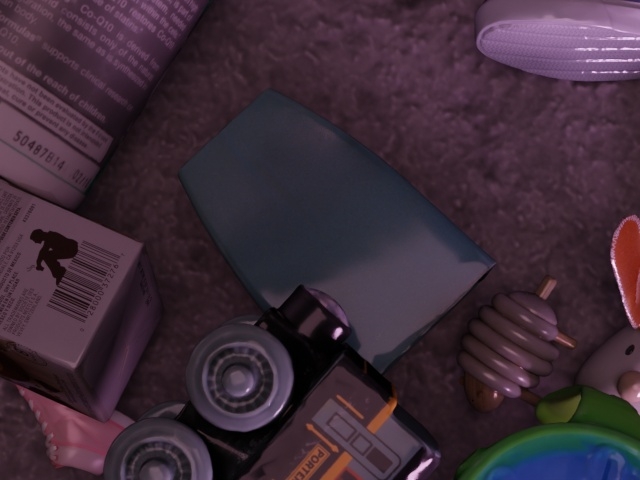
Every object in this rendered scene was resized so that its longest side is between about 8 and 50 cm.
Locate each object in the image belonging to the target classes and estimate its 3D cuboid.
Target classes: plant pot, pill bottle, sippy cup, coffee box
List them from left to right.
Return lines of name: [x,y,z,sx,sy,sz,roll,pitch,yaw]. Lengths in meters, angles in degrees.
coffee box: [-0.290,0.021,1.167,0.297,0.168,0.119,23,70,9]
pill bottle: [-0.194,-0.223,1.195,0.204,0.204,0.361,32,87,2]
plant pot: [0.000,0.000,1.207,0.166,0.165,0.234,-44,83,-3]
sippy cup: [0.168,0.283,1.135,0.305,0.224,0.240,-33,78,-24]

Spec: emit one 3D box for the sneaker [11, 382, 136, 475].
sneaker: [-0.231,0.154,1.243,0.134,0.051,0.070,31,81,-3]

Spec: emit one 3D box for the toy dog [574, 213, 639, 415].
toy dog: [0.347,0.013,1.205,0.220,0.161,0.334,15,86,1]

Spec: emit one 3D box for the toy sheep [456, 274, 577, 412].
toy sheep: [0.166,0.088,1.237,0.091,0.091,0.132,29,91,1]

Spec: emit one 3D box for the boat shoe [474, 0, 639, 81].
boat shoe: [0.280,-0.200,1.261,0.302,0.109,0.094,1,70,-9]

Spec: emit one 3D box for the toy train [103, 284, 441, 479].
toy train: [-0.067,0.196,1.050,0.190,0.142,0.334,41,91,2]
